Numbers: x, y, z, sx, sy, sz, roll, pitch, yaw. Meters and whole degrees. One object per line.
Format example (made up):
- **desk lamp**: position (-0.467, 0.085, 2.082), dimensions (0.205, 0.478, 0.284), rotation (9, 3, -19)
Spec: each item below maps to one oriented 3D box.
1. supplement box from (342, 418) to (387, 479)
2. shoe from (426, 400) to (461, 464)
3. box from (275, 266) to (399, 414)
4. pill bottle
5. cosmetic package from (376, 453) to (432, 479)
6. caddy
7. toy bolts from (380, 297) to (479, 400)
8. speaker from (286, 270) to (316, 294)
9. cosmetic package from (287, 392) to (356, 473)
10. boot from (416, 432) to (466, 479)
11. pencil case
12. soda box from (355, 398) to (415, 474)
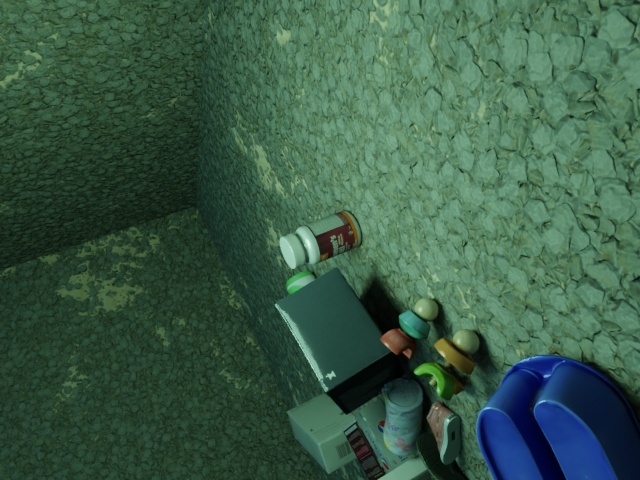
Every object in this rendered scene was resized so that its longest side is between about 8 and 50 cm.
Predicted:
- **supplement box**: position (0.192, 0.815, 2.002), dimensions (0.239, 0.073, 0.130), rotation (60, 143, 23)
- **shoe**: position (0.343, 0.535, 1.426), dimensions (0.081, 0.064, 0.177), rotation (38, 138, 55)
- **box**: position (0.064, 0.312, 1.527), dimensions (0.293, 0.212, 0.395), rotation (57, 175, 28)
- **pill bottle**: position (0.000, 0.000, 1.516), dimensions (0.121, 0.221, 0.121), rotation (50, 153, 39)
- **cosmetic package**: position (0.254, 0.767, 1.608), dimensions (0.060, 0.239, 0.098), rotation (43, 148, 47)
- **caddy**: position (0.437, 0.375, 0.897), dimensions (0.241, 0.179, 0.341), rotation (-28, 83, 45)
- **toy bolts**: position (0.291, 0.253, 1.253), dimensions (0.228, 0.158, 0.218), rotation (40, -174, 34)
- **speaker**: position (-0.020, 0.269, 1.956), dimensions (0.296, 0.131, 0.131), rotation (62, 158, 17)
- **cosmetic package**: position (0.026, 0.842, 2.270), dimensions (0.385, 0.217, 0.156), rotation (6, 115, 64)
- **boot**: position (0.357, 0.710, 1.524), dimensions (0.236, 0.085, 0.178), rotation (52, 156, 35)
- **pencil case**: position (0.250, 0.543, 1.564), dimensions (0.113, 0.124, 0.273), rotation (-70, -22, -50)
- **soda box**: position (0.239, 0.712, 1.788), dimensions (0.286, 0.098, 0.091), rotation (56, 155, 27)
